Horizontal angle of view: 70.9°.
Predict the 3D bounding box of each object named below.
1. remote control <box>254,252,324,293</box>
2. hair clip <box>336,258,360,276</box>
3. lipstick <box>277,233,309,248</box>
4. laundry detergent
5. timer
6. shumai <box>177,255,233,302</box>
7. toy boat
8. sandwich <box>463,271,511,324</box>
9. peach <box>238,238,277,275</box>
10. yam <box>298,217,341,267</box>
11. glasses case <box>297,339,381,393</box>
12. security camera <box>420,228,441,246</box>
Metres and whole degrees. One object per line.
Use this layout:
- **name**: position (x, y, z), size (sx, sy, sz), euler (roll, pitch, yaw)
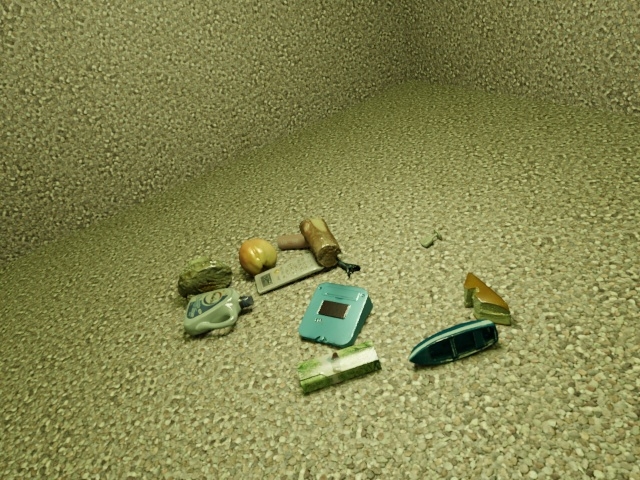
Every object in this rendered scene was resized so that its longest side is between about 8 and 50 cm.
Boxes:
- **remote control**: position (-0.138, 0.151, 2.032), size (0.312, 0.055, 0.109), euler (-22, 44, -2)
- **hair clip**: position (0.091, 0.092, 2.022), size (0.070, 0.039, 0.229), euler (-30, 34, -16)
- **lipstick**: position (-0.083, 0.001, 2.205), size (0.254, 0.070, 0.070), euler (-4, 35, 19)
- **laundry detergent**: position (-0.420, 0.295, 1.899), size (0.280, 0.106, 0.215), euler (-10, 33, 8)
- **timer**: position (0.059, 0.294, 1.732), size (0.231, 0.091, 0.250), euler (7, 51, 31)
- **shumai**: position (-0.549, 0.150, 2.095), size (0.255, 0.189, 0.218), euler (-20, 34, -14)
- **toy boat**: position (0.425, 0.334, 1.464), size (0.298, 0.096, 0.062), euler (-19, 22, 2)
- **sandwich**: position (0.564, 0.207, 1.586), size (0.088, 0.090, 0.244), euler (-19, 33, -8)
- **peach**: position (-0.297, 0.074, 2.108), size (0.184, 0.184, 0.184), euler (-12, 33, 8)
- **yam**: position (0.000, 0.001, 2.036), size (0.129, 0.128, 0.238), euler (-28, 47, 1)
- **glasses case**: position (0.061, 0.424, 1.524), size (0.271, 0.062, 0.095), euler (-19, 33, -1)
- **security camera**: position (0.484, -0.005, 1.984), size (0.092, 0.058, 0.058), euler (-34, 35, -3)
